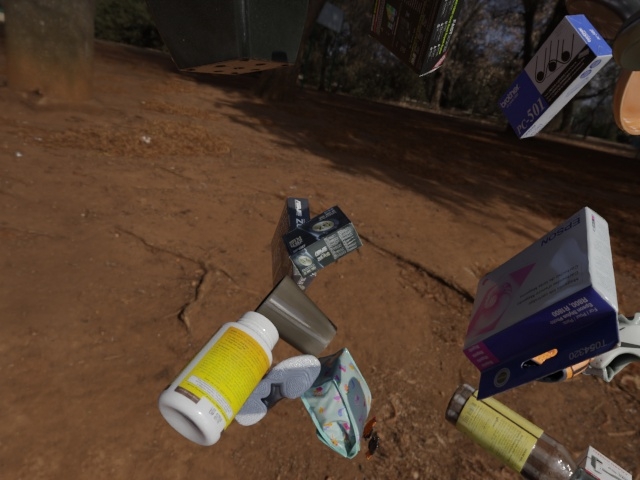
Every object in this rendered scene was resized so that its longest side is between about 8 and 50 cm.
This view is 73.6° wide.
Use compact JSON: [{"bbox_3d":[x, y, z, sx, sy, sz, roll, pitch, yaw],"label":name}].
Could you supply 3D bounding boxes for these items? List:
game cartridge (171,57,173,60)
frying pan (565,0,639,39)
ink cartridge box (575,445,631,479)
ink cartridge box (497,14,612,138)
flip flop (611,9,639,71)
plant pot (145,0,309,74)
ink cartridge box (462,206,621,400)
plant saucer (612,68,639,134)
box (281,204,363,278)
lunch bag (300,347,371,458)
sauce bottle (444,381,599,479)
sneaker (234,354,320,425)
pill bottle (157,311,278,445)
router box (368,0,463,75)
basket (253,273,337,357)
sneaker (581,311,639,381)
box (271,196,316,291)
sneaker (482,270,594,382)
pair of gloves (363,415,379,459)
[{"bbox_3d":[-0.221,-0.459,0.963,0.195,0.060,0.294,-5,36,-8],"label":"game cartridge"},{"bbox_3d":[0.588,-0.480,0.846,0.197,0.053,0.326,37,16,6],"label":"frying pan"},{"bbox_3d":[0.618,0.534,0.942,0.099,0.056,0.135,34,25,28],"label":"ink cartridge box"},{"bbox_3d":[0.425,-0.295,0.797,0.046,0.207,0.097,-13,67,-18],"label":"ink cartridge box"},{"bbox_3d":[0.396,-0.174,0.342,0.276,0.080,0.112,3,-16,44],"label":"flip flop"},{"bbox_3d":[-0.123,-0.329,0.601,0.187,0.167,0.187,3,18,29],"label":"plant pot"},{"bbox_3d":[0.432,0.129,0.877,0.071,0.324,0.330,37,46,-2],"label":"ink cartridge box"},{"bbox_3d":[0.609,-0.294,0.779,0.199,0.200,0.037,3,31,-28],"label":"plant saucer"},{"bbox_3d":[0.000,0.000,1.136,0.180,0.078,0.147,-29,26,0],"label":"box"},{"bbox_3d":[0.065,0.521,1.373,0.160,0.263,0.223,-24,7,19],"label":"lunch bag"},{"bbox_3d":[0.440,0.449,0.920,0.344,0.112,0.111,31,24,37],"label":"sauce bottle"},{"bbox_3d":[-0.115,0.393,1.185,0.101,0.268,0.153,55,2,5],"label":"sneaker"},{"bbox_3d":[-0.162,0.223,0.729,0.117,0.117,0.215,18,42,21],"label":"pill bottle"},{"bbox_3d":[0.100,-0.251,0.444,0.038,0.123,0.092,-31,65,-20],"label":"router box"},{"bbox_3d":[-0.074,0.240,1.300,0.227,0.154,0.204,42,27,-2],"label":"basket"},{"bbox_3d":[0.683,0.295,1.116,0.122,0.146,0.330,30,-39,-30],"label":"sneaker"},{"bbox_3d":[-0.121,0.063,1.703,0.097,0.395,0.319,4,62,-16],"label":"box"},{"bbox_3d":[0.495,0.212,1.069,0.180,0.125,0.321,-26,46,-21],"label":"sneaker"},{"bbox_3d":[0.124,0.487,1.058,0.010,0.074,0.083,16,28,-14],"label":"pair of gloves"}]
